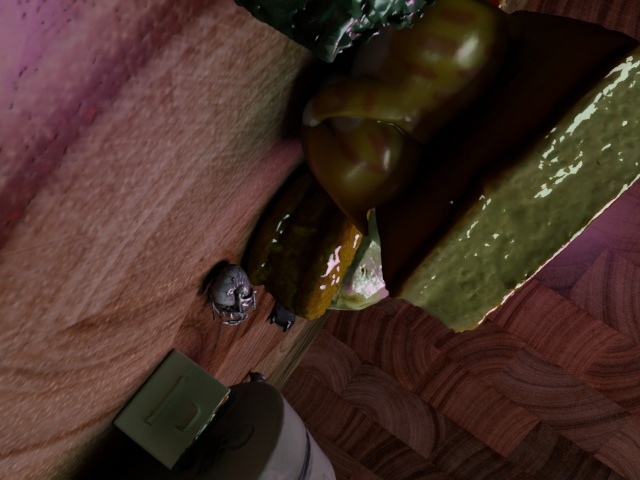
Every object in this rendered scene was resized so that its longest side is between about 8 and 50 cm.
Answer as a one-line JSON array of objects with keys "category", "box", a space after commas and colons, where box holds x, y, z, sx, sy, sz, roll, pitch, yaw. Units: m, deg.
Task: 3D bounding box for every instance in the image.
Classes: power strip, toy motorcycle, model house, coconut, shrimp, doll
[{"category": "power strip", "box": [-0.165, 0.383, 0.746, 0.357, 0.162, 0.357, -29, -163, 10]}, {"category": "toy motorcycle", "box": [-0.071, 0.150, 1.195, 0.100, 0.058, 0.173, -58, 176, -37]}, {"category": "model house", "box": [-0.195, 0.239, 0.710, 0.127, 0.100, 0.149, -52, 172, -24]}, {"category": "coconut", "box": [0.064, 0.040, 1.038, 0.236, 0.235, 0.205, 106, 4, -63]}, {"category": "shrimp", "box": [-0.119, 0.082, 0.694, 0.165, 0.056, 0.065, 93, 15, -55]}, {"category": "doll", "box": [0.078, -0.158, 0.547, 0.270, 0.162, 0.167, -46, -153, 25]}]

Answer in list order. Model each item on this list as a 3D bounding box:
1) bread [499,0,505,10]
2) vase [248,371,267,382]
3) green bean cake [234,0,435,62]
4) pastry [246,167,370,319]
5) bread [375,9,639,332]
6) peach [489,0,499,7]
[{"category": "bread", "box": [0.328, -0.480, 1.025, 0.157, 0.082, 0.094, 111, 4, -52]}, {"category": "vase", "box": [-0.206, 0.458, 1.429, 0.120, 0.120, 0.183, 107, 4, -61]}, {"category": "green bean cake", "box": [0.051, -0.220, 0.358, 0.194, 0.107, 0.208, -61, 172, 21]}, {"category": "pastry", "box": [0.000, 0.000, 0.781, 0.235, 0.132, 0.240, -49, 169, -35]}, {"category": "bread", "box": [0.203, -0.099, 0.620, 0.324, 0.143, 0.333, -52, -165, 22]}, {"category": "peach", "box": [0.248, -0.383, 0.848, 0.101, 0.100, 0.101, -54, 171, -13]}]
